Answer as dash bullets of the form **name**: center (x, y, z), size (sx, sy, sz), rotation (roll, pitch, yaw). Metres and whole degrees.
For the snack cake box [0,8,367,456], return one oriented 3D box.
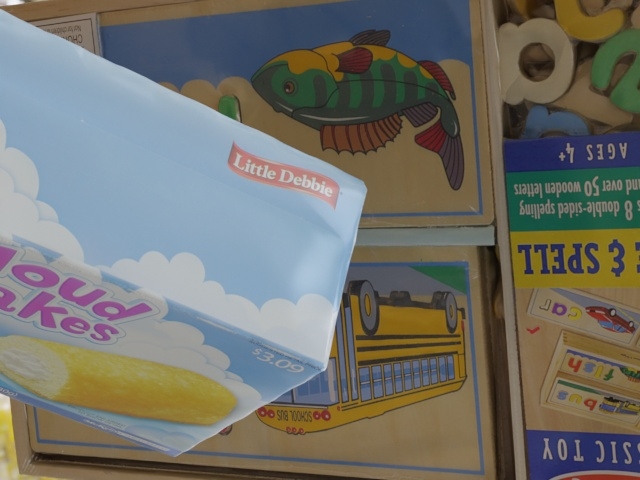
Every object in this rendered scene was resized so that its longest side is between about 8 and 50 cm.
- **snack cake box**: center (-0.135, -0.012, 0.576), size (0.152, 0.264, 0.089), rotation (-36, -145, 56)

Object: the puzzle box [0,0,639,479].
- **puzzle box**: center (0.000, 0.000, 0.734), size (0.409, 0.052, 0.272), rotation (-2, -81, 30)
